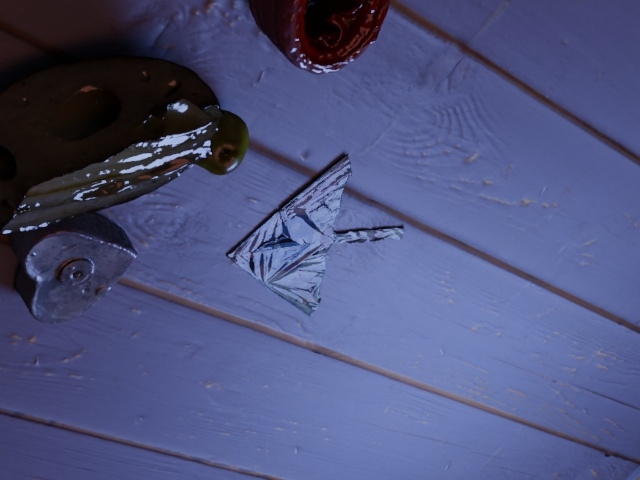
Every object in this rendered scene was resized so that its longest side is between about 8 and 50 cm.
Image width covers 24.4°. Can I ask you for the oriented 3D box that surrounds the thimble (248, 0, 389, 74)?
[{"bbox_3d":[-0.002,-0.317,1.899,0.163,0.125,0.189,-22,139,-17],"label":"thimble"}]

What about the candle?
[{"bbox_3d":[-0.344,0.026,2.060,0.169,0.068,0.192,-19,142,-18],"label":"candle"}]

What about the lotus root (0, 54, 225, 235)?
[{"bbox_3d":[-0.294,-0.135,1.891,0.314,0.142,0.210,-19,161,-27],"label":"lotus root"}]

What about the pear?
[{"bbox_3d":[-0.137,-0.134,2.012,0.092,0.097,0.092,-23,143,-19],"label":"pear"}]

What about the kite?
[{"bbox_3d":[0.000,0.000,2.304,0.314,0.011,0.335,-9,135,-27],"label":"kite"}]
